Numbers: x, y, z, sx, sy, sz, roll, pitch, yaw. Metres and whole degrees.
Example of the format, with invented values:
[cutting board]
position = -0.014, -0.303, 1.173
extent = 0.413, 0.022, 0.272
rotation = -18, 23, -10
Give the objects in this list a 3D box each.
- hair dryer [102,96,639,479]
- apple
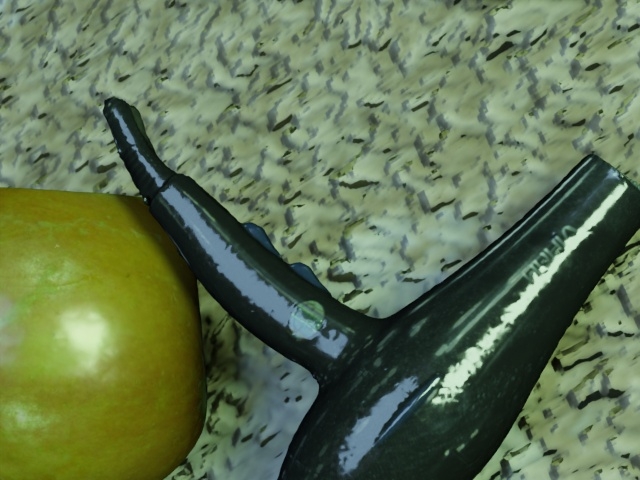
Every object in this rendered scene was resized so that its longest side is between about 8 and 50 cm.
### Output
[hair dryer]
position = 0.000, 0.000, 0.790
extent = 0.219, 0.075, 0.195
rotation = 40, 90, 11
[apple]
position = -0.118, 0.048, 0.854
extent = 0.147, 0.163, 0.146
rotation = -2, 88, 9
